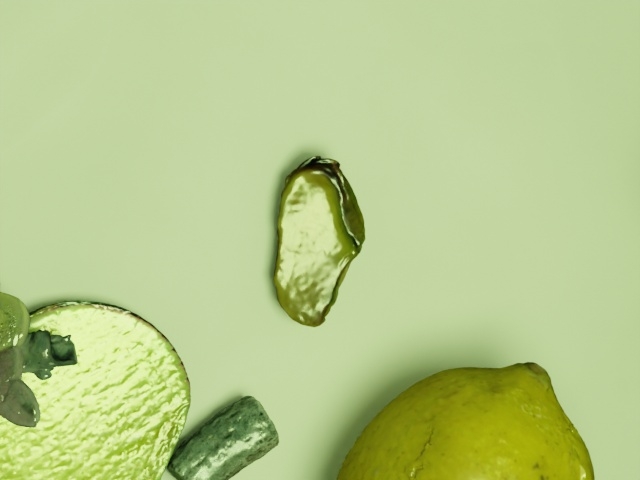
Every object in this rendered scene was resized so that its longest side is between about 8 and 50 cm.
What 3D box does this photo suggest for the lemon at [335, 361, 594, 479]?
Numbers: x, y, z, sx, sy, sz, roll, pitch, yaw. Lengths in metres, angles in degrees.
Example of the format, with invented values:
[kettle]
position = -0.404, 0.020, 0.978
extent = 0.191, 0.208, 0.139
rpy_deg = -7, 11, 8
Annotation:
[lemon]
position = 0.147, 0.262, 1.761
extent = 0.258, 0.258, 0.310
rpy_deg = 28, 87, -24

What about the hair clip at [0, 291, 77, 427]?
[hair clip]
position = -0.320, 0.105, 1.625
extent = 0.187, 0.056, 0.146
rpy_deg = -2, 77, -7

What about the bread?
[bread]
position = -0.238, 0.168, 1.705
extent = 0.228, 0.033, 0.228
rpy_deg = -2, 95, -23

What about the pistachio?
[pistachio]
position = 0.000, 0.000, 1.779
extent = 0.090, 0.049, 0.172
rpy_deg = 5, 96, -1

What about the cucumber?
[cucumber]
position = -0.099, 0.208, 1.754
extent = 0.112, 0.064, 0.064
rpy_deg = -36, 109, -16
